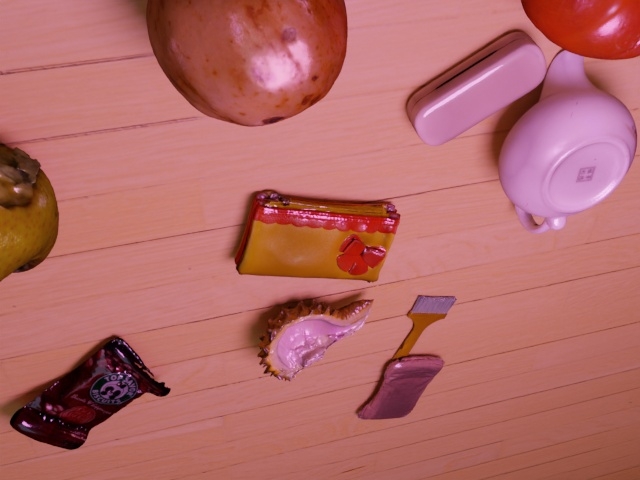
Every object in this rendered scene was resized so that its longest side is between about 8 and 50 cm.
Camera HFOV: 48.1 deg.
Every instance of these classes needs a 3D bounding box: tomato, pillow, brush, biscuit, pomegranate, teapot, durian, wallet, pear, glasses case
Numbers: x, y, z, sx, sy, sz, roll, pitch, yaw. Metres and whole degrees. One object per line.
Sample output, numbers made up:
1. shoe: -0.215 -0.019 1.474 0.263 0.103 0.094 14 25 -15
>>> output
1. tomato: 0.339 -0.330 0.813 0.260 0.180 0.259 -10 137 -9
2. pillow: 0.169 0.310 1.490 0.135 0.034 0.211 5 132 -23
3. brush: 0.183 0.178 1.383 0.083 0.011 0.205 4 132 -26
4. biscuit: -0.382 0.265 1.210 0.235 0.063 0.151 -33 136 9
5. pomegranate: -0.073 -0.230 0.742 0.215 0.215 0.215 -11 136 -11
6. teapot: 0.354 -0.123 1.060 0.204 0.139 0.298 -4 132 -20
7. durian: -0.014 0.145 1.232 0.224 0.078 0.140 -27 125 -9
8. wallet: 0.000 0.000 1.094 0.241 0.067 0.141 3 130 -23
9. pear: -0.391 -0.035 0.782 0.164 0.238 0.255 -34 134 4
10. glasses case: 0.213 -0.206 0.982 0.196 0.050 0.083 -31 134 9
